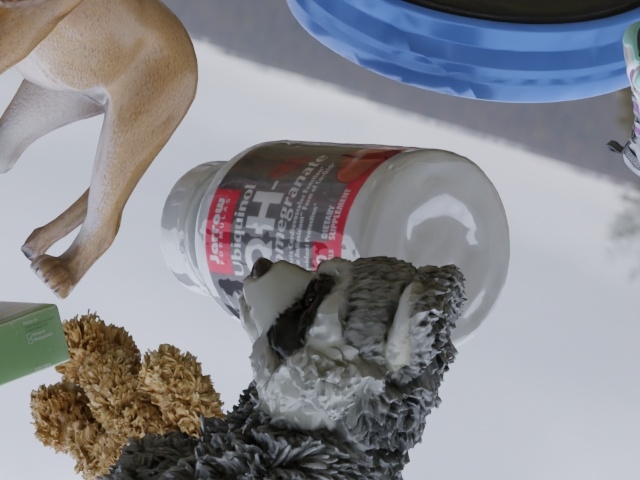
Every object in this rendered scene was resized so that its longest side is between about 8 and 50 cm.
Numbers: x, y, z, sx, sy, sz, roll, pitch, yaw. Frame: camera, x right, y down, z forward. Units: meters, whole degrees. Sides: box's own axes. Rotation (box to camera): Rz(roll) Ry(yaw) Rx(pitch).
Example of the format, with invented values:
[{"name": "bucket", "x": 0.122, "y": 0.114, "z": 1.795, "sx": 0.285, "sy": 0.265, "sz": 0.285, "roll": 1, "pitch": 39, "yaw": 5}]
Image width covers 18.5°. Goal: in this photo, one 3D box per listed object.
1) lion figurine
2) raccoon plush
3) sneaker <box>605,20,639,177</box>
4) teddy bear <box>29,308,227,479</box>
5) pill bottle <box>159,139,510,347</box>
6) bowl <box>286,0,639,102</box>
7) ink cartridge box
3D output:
[{"name": "lion figurine", "x": -0.149, "y": -0.132, "z": 1.168, "sx": 0.142, "sy": 0.240, "sz": 0.392, "roll": 40, "pitch": 169, "yaw": 17}, {"name": "raccoon plush", "x": 0.053, "y": 0.216, "z": 1.465, "sx": 0.446, "sy": 0.299, "sz": 0.216, "roll": 54, "pitch": -173, "yaw": -19}, {"name": "sneaker", "x": 0.166, "y": -0.061, "z": 0.998, "sx": 0.038, "sy": 0.098, "sz": 0.069, "roll": -32, "pitch": -172, "yaw": -31}, {"name": "teddy bear", "x": -0.168, "y": 0.214, "z": 1.966, "sx": 0.338, "sy": 0.245, "sz": 0.113, "roll": 49, "pitch": -152, "yaw": 17}, {"name": "pill bottle", "x": 0.000, "y": 0.000, "z": 1.741, "sx": 0.176, "sy": 0.176, "sz": 0.318, "roll": 7, "pitch": 179, "yaw": -40}, {"name": "bowl", "x": 0.161, "y": -0.264, "z": 1.889, "sx": 0.391, "sy": 0.077, "sz": 0.391, "roll": 4, "pitch": -146, "yaw": -3}, {"name": "ink cartridge box", "x": -0.339, "y": 0.101, "z": 1.637, "sx": 0.171, "sy": 0.056, "sz": 0.235, "roll": -21, "pitch": -168, "yaw": -35}]
